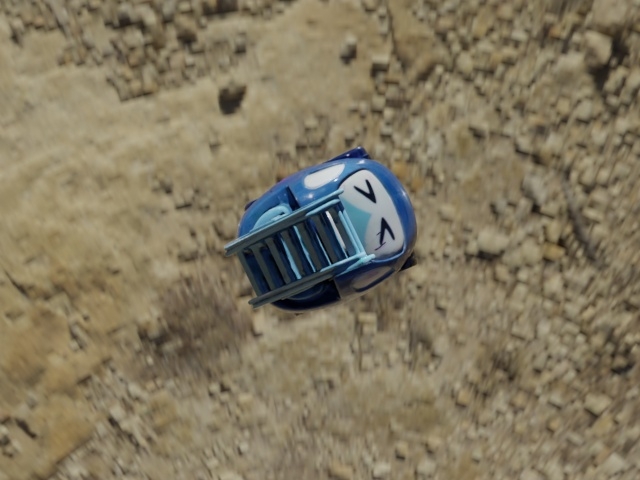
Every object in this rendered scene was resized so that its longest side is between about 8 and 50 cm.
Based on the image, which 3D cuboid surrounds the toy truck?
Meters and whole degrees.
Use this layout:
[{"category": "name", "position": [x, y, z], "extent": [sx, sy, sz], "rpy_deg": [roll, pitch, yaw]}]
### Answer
[{"category": "toy truck", "position": [0.000, 0.000, 0.743], "extent": [0.073, 0.090, 0.056], "rpy_deg": [-26, 92, 7]}]
